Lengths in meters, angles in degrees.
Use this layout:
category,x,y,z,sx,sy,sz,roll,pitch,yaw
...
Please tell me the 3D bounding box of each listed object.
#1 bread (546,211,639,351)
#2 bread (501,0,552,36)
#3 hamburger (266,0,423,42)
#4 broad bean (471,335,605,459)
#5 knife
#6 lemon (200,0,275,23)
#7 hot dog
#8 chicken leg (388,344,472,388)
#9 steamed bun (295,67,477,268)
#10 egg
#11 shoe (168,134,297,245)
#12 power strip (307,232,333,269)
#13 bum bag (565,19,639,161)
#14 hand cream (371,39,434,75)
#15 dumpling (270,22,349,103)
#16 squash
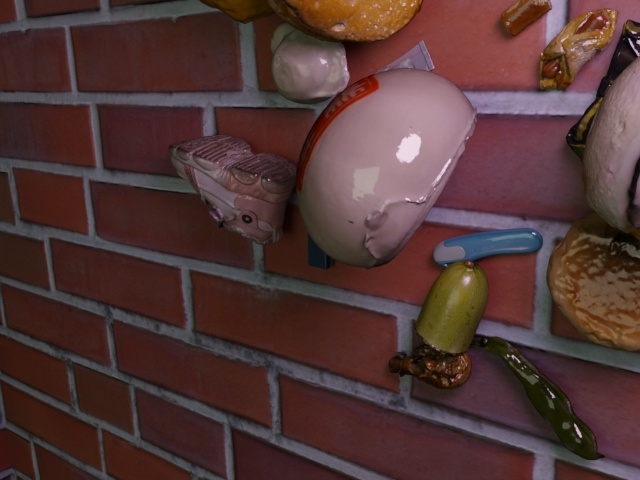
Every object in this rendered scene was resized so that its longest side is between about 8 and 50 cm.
category,x,y,z,sx,sy,sz,roll,pitch,yaw
bread,0.496,0.056,1.092,0.244,0.134,0.245,9,106,34
bread,0.348,-0.387,1.140,0.083,0.036,0.047,-33,90,38
hamburger,0.036,-0.497,1.191,0.170,0.314,0.290,-119,45,-57
broad bean,0.410,0.289,1.283,0.318,0.056,0.098,44,145,30
knife,0.315,0.013,1.287,0.221,0.031,0.064,-11,107,37
lemon,-0.151,-0.591,1.318,0.297,0.297,0.297,12,110,35
hot dog,0.406,-0.310,1.098,0.078,0.061,0.169,50,127,18
chicken leg,0.216,0.261,1.403,0.207,0.101,0.085,-7,69,49
steamed bun,0.092,-0.140,1.187,0.241,0.374,0.374,32,123,1
egg,0.495,-0.156,0.948,0.201,0.336,0.337,44,130,50
shoe,-0.219,-0.120,1.580,0.350,0.171,0.198,26,121,32
power strip,0.000,0.000,1.531,0.056,0.032,0.123,11,109,35
bum bag,0.477,-0.222,1.068,0.106,0.060,0.233,30,120,22
hand cream,0.126,-0.316,1.341,0.216,0.038,0.052,-25,111,34
dumpling,-0.027,-0.364,1.386,0.250,0.132,0.163,24,127,48
squash,0.260,0.118,1.306,0.123,0.123,0.187,30,118,28
